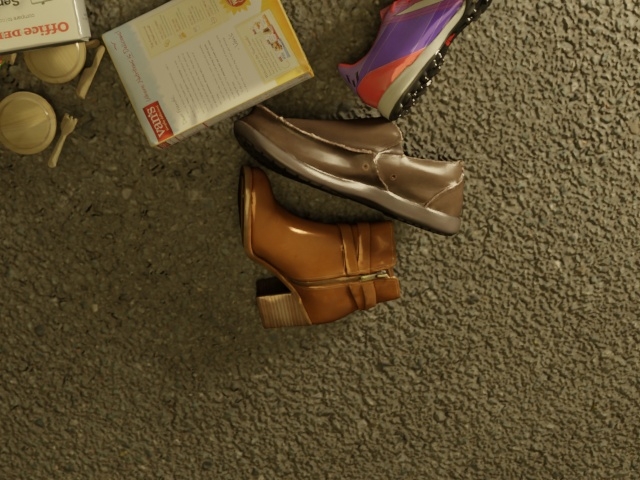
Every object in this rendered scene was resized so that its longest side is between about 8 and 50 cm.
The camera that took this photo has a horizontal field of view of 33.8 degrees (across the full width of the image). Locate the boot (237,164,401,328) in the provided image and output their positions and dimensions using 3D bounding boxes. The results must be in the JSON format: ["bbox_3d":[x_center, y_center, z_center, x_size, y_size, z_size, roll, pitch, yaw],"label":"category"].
[{"bbox_3d":[0.000,0.000,1.535,0.220,0.109,0.283,-11,115,0],"label":"boot"}]

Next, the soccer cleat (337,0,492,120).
[{"bbox_3d":[0.151,-0.319,1.435,0.116,0.108,0.318,38,98,11],"label":"soccer cleat"}]

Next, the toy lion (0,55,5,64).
[{"bbox_3d":[-0.473,-0.272,1.422,0.096,0.034,0.100,2,111,-14],"label":"toy lion"}]

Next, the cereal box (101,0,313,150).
[{"bbox_3d":[-0.152,-0.248,1.419,0.240,0.047,0.173,-24,84,5],"label":"cereal box"}]

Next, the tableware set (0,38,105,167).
[{"bbox_3d":[-0.382,-0.211,1.451,0.128,0.039,0.194,26,102,-5],"label":"tableware set"}]

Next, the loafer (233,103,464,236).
[{"bbox_3d":[0.050,-0.122,1.498,0.366,0.134,0.130,21,91,-23],"label":"loafer"}]

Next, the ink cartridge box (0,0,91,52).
[{"bbox_3d":[-0.391,-0.347,1.351,0.153,0.087,0.208,-11,102,-2],"label":"ink cartridge box"}]
